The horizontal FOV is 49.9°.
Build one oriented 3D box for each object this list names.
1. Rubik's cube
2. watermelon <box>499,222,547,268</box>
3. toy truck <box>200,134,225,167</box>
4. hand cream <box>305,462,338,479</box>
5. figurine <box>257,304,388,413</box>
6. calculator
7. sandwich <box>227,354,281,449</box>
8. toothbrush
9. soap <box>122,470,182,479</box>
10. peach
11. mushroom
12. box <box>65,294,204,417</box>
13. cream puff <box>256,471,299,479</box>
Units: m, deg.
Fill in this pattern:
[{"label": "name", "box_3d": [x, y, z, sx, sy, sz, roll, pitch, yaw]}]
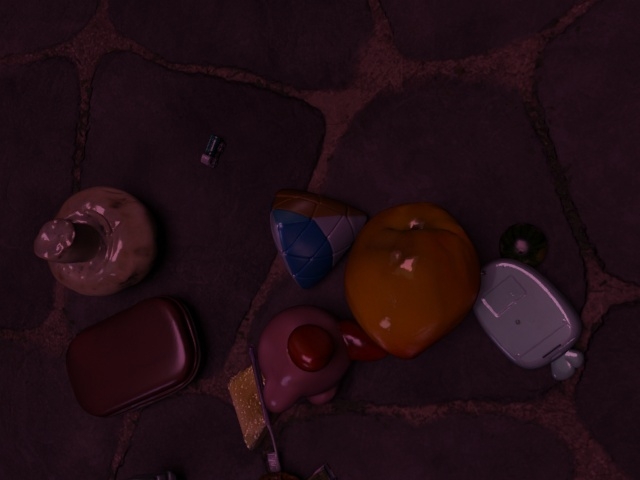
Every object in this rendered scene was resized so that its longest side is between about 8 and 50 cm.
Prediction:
[{"label": "Rubik's cube", "box_3d": [0.000, 0.000, 1.644, 0.254, 0.254, 0.255, -2, 86, 22]}, {"label": "watermelon", "box_3d": [0.436, 0.015, 1.492, 0.105, 0.062, 0.106, 2, 95, 27]}, {"label": "toy truck", "box_3d": [-0.286, -0.236, 1.813, 0.039, 0.044, 0.083, 25, 96, 25]}, {"label": "hand cream", "box_3d": [-0.043, 0.600, 1.570, 0.086, 0.235, 0.055, 56, 135, 15]}, {"label": "figurine", "box_3d": [-0.026, 0.244, 1.577, 0.261, 0.269, 0.211, -51, 55, 36]}, {"label": "calculator", "box_3d": [0.443, 0.171, 1.470, 0.184, 0.042, 0.295, -44, 80, 23]}, {"label": "sandwich", "box_3d": [-0.174, 0.396, 1.720, 0.162, 0.058, 0.193, 34, 101, 22]}, {"label": "toothbrush", "box_3d": [-0.136, 0.407, 1.641, 0.029, 0.024, 0.354, -8, 110, 4]}, {"label": "soap", "box_3d": [-0.409, 0.731, 1.728, 0.095, 0.173, 0.290, -10, 83, 22]}, {"label": "peach", "box_3d": [0.192, 0.084, 1.481, 0.288, 0.289, 0.308, 13, 124, 22]}, {"label": "mushroom", "box_3d": [-0.598, -0.002, 1.771, 0.314, 0.336, 0.315, -1, 84, 14]}, {"label": "box", "box_3d": [-0.493, 0.309, 1.825, 0.403, 0.108, 0.263, -24, 77, 19]}, {"label": "cream puff", "box_3d": [-0.118, 0.665, 1.637, 0.183, 0.183, 0.169, 52, 130, 17]}]
